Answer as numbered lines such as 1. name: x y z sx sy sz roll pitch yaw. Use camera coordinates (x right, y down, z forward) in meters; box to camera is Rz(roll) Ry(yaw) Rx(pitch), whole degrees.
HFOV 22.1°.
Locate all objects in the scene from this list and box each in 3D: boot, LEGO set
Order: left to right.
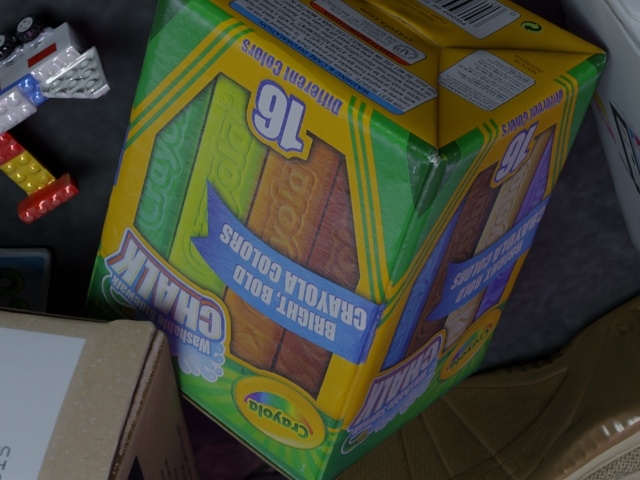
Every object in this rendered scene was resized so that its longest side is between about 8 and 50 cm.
1. LEGO set: -0.191 -0.016 0.669 0.182 0.060 0.244 0 132 -18
2. boot: 0.147 0.145 0.895 0.262 0.095 0.203 -30 133 2

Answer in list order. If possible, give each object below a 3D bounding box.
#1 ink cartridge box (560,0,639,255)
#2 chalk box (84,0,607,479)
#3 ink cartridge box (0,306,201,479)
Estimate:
1. ink cartridge box: 0.213 -0.061 0.688 0.171 0.168 0.233 -24 132 2
2. chalk box: 0.000 0.000 0.664 0.132 0.132 0.213 -30 146 -48
3. ink cartridge box: -0.171 0.108 0.684 0.234 0.088 0.193 7 144 12
